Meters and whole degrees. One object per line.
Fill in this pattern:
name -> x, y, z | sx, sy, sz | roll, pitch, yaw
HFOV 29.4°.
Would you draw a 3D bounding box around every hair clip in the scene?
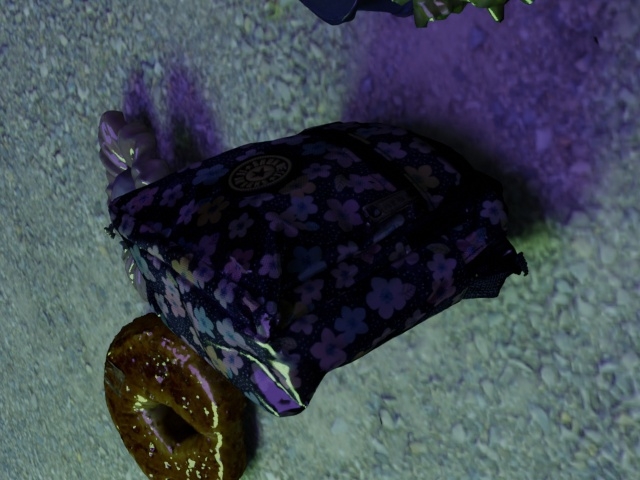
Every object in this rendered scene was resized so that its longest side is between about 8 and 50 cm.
hair clip -> -0.112, -0.010, 1.022 | 0.300, 0.069, 0.173 | 19, 121, 47

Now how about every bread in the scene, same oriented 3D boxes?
bread -> -0.131, 0.151, 1.130 | 0.193, 0.064, 0.193 | 22, 123, 38

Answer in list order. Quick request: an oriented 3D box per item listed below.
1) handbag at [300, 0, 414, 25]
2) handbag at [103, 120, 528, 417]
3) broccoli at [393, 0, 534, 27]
handbag -> 0.004, -0.266, 0.762 | 0.179, 0.062, 0.229 | 41, 134, 34
handbag -> 0.000, 0.000, 0.774 | 0.229, 0.208, 0.126 | 29, 142, 50
broccoli -> 0.136, -0.293, 0.461 | 0.397, 0.275, 0.353 | 9, 142, 47
